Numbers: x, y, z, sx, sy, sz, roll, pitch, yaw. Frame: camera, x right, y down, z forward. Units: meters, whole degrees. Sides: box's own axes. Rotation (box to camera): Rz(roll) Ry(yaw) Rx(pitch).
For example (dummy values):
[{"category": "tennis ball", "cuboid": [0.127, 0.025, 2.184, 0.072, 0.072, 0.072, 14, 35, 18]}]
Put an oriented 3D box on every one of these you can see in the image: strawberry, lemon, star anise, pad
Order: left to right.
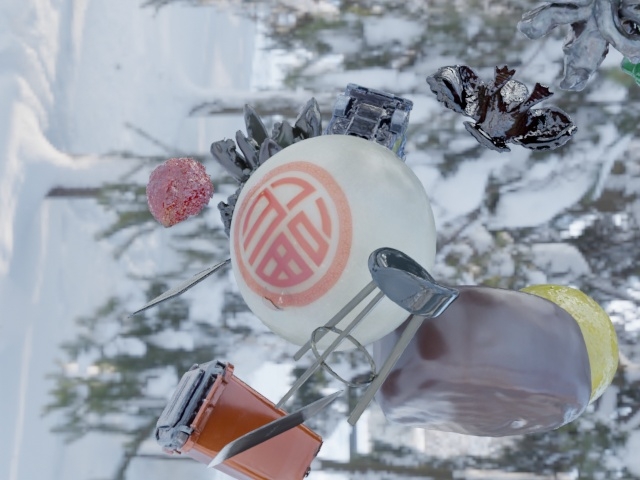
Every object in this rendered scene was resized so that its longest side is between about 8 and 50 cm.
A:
[{"category": "strawberry", "cuboid": [-0.300, -0.105, 2.048, 0.082, 0.146, 0.187, 71, 22, -45]}, {"category": "pad", "cuboid": [-0.069, 0.266, 1.392, 0.002, 0.176, 0.266, 63, -20, 12]}, {"category": "lemon", "cuboid": [0.441, 0.200, 1.846, 0.240, 0.219, 0.240, -8, -100, 58]}, {"category": "star anise", "cuboid": [0.370, -0.332, 1.240, 0.139, 0.315, 0.359, -66, 170, -53]}]

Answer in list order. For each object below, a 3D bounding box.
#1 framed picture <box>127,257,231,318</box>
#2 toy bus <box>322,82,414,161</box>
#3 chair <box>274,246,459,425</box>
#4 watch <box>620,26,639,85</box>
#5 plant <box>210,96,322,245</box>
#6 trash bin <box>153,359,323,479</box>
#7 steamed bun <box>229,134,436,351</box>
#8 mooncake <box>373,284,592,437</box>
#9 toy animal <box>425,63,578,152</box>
[{"category": "framed picture", "cuboid": [-0.308, 0.104, 2.198, 0.195, 0.199, 0.010, -34, 98, -49]}, {"category": "toy bus", "cuboid": [0.059, -0.129, 1.797, 0.175, 0.138, 0.288, 94, 17, -51]}, {"category": "chair", "cuboid": [0.044, 0.088, 1.022, 0.221, 0.104, 0.095, -49, -139, 30]}, {"category": "watch", "cuboid": [0.514, -0.250, 1.371, 0.165, 0.152, 0.131, 16, 109, -54]}, {"category": "plant", "cuboid": [-0.058, -0.057, 1.568, 0.194, 0.181, 0.321, 29, -45, 44]}, {"category": "trash bin", "cuboid": [-0.125, 0.307, 1.590, 0.161, 0.238, 0.184, -62, -168, -21]}, {"category": "steamed bun", "cuboid": [0.000, 0.000, 1.269, 0.177, 0.283, 0.283, 11, 76, -57]}, {"category": "mooncake", "cuboid": [0.233, 0.201, 1.527, 0.326, 0.333, 0.174, 33, 46, -44]}, {"category": "toy animal", "cuboid": [0.252, -0.180, 1.413, 0.179, 0.218, 0.116, -4, 117, -81]}]
